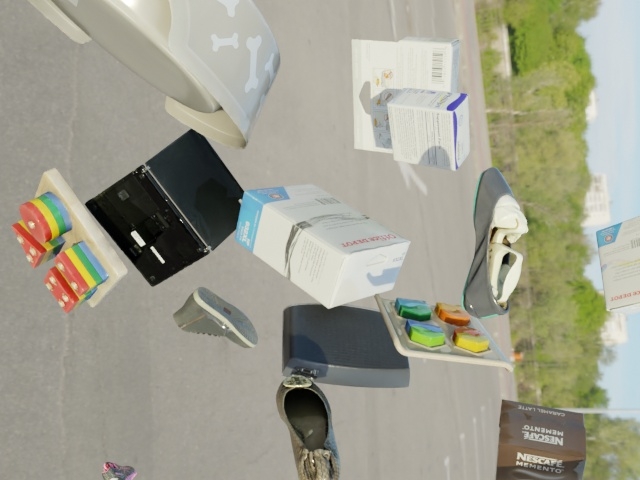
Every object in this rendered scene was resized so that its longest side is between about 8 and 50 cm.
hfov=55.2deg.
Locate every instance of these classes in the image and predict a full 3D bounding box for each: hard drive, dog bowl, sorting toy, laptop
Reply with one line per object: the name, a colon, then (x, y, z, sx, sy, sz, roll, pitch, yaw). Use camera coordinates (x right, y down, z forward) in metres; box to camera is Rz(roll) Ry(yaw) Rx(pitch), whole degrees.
hard drive: (0.052, 0.202, 1.215, 0.054, 0.254, 0.172, 109, -15, -46)
dog bowl: (-0.193, -0.245, 0.657, 0.102, 0.348, 0.349, -55, 150, -7)
sorting toy: (0.205, 0.148, 1.044, 0.193, 0.208, 0.038, -106, -149, -69)
sorting toy: (-0.545, 0.019, 1.288, 0.089, 0.257, 0.256, -36, 92, -37)
laptop: (-0.322, -0.072, 1.342, 0.234, 0.264, 0.137, 55, 18, -17)

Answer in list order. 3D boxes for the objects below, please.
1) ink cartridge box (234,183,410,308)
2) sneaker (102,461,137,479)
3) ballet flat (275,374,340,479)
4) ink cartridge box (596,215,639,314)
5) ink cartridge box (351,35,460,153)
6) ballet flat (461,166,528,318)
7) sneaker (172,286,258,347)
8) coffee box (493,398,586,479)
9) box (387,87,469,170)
ink cartridge box: (0.000, 0.000, 1.329, 0.223, 0.307, 0.129, -10, 125, -47)
sneaker: (-0.373, 0.425, 1.122, 0.057, 0.047, 0.119, 52, -15, 0)
ballet flat: (-0.019, 0.271, 0.914, 0.250, 0.084, 0.058, -111, -164, -65)
ink cartridge box: (0.446, 0.036, 0.858, 0.052, 0.088, 0.123, 15, 66, -27)
ink cartridge box: (0.194, -0.331, 1.429, 0.060, 0.238, 0.275, -42, 137, -48)
ballet flat: (0.236, 0.004, 0.803, 0.074, 0.074, 0.203, 20, 79, -69)
sneaker: (-0.275, 0.226, 1.625, 0.222, 0.118, 0.083, 43, 25, -15)
coffee box: (0.380, 0.412, 1.087, 0.098, 0.141, 0.247, -61, 150, -51)
box: (0.207, -0.213, 1.164, 0.072, 0.137, 0.126, -47, 139, -37)
